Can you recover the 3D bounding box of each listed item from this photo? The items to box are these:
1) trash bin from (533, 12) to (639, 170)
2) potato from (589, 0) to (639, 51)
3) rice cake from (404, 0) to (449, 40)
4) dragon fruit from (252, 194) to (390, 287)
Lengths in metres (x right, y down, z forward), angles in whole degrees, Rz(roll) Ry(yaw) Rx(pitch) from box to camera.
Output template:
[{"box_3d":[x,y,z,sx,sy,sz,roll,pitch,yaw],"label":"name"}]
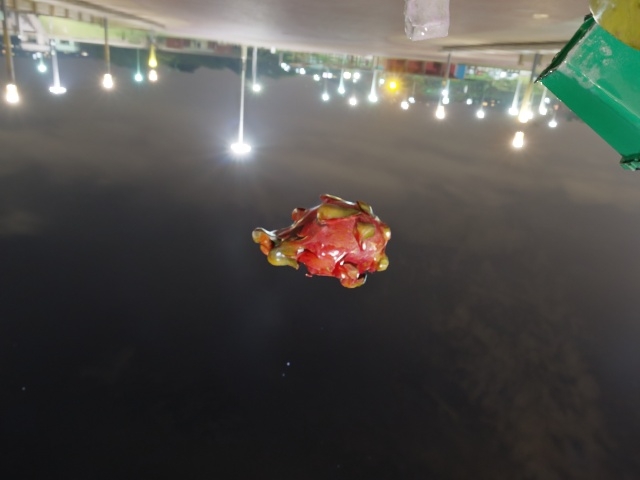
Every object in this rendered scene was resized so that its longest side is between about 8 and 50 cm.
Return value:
[{"box_3d":[0.728,-0.347,1.139,0.381,0.259,0.295,36,-171,1],"label":"trash bin"},{"box_3d":[0.525,-0.390,0.587,0.330,0.280,0.212,15,-124,22],"label":"potato"},{"box_3d":[0.161,-0.485,0.729,0.073,0.365,0.056,-1,-168,-6],"label":"rice cake"},{"box_3d":[0.000,0.000,0.756,0.208,0.133,0.150,2,161,-1],"label":"dragon fruit"}]
